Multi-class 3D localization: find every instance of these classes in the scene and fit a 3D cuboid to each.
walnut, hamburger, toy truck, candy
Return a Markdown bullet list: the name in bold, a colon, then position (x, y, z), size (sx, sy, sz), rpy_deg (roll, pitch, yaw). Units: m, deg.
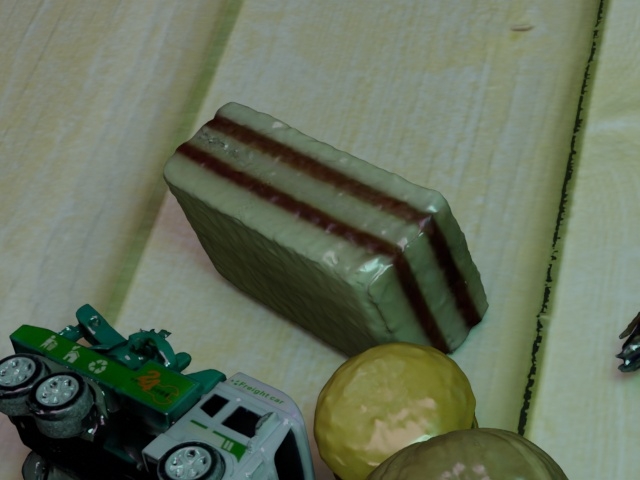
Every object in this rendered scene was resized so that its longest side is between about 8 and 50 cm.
- **walnut**: position (0.125, 0.266, 1.215), size (0.228, 0.228, 0.228), rpy_deg (-10, 49, 11)
- **hamburger**: position (0.074, 0.174, 1.378), size (0.162, 0.115, 0.162), rpy_deg (-9, 51, 12)
- **toy truck**: position (-0.172, 0.181, 1.430), size (0.363, 0.177, 0.178), rpy_deg (24, 50, 35)
- **candy**: position (0.000, 0.000, 1.510), size (0.320, 0.179, 0.135), rpy_deg (27, 63, 35)

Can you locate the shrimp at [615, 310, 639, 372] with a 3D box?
- **shrimp**: position (0.420, 0.051, 1.399), size (0.316, 0.062, 0.164), rpy_deg (-33, 51, -13)
